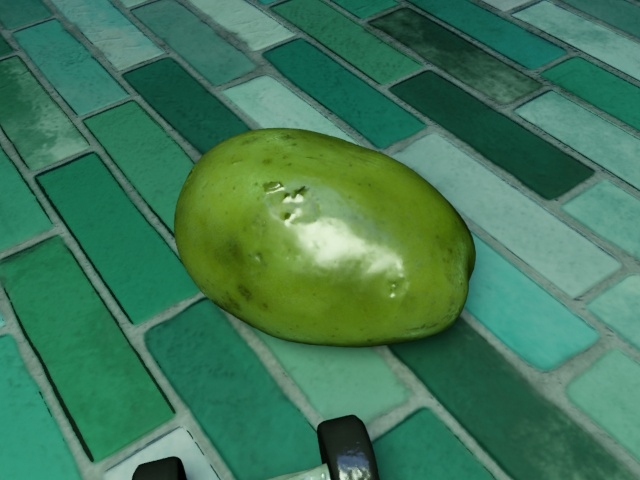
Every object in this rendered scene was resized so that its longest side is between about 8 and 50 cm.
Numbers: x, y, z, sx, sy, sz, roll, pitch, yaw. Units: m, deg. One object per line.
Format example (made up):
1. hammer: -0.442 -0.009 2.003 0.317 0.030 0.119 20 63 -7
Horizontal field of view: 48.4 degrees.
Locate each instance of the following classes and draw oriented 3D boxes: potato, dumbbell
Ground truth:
1. potato: 0.000 0.000 0.713 0.304 0.216 0.216 20 49 6
2. dumbbell: -0.049 0.210 0.578 0.191 0.100 0.100 -12 46 -7
